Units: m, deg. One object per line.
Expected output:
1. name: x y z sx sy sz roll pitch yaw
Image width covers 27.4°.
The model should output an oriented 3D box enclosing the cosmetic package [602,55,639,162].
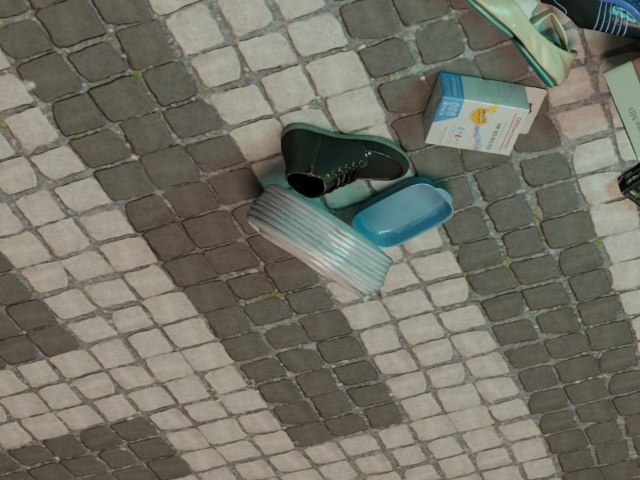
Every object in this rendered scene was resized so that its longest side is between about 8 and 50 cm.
1. cosmetic package: 0.580 -0.237 1.932 0.296 0.153 0.129 -24 178 14

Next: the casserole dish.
1. casserole dish: 0.141 -0.052 2.270 0.188 0.037 0.114 -28 132 25

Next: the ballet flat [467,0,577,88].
1. ballet flat: 0.302 -0.325 1.953 0.086 0.086 0.248 -29 133 27

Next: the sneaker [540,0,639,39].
1. sneaker: 0.426 -0.343 1.936 0.232 0.081 0.090 23 152 -29

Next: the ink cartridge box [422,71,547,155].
1. ink cartridge box: 0.264 -0.198 2.092 0.181 0.061 0.104 7 137 -10

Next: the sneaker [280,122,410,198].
1. sneaker: 0.041 -0.110 2.140 0.222 0.118 0.083 10 137 -13

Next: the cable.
1. cable: 0.000 0.000 2.177 0.257 0.089 0.257 33 177 0

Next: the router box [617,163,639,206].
1. router box: 0.581 -0.091 2.240 0.122 0.038 0.092 30 130 -31
